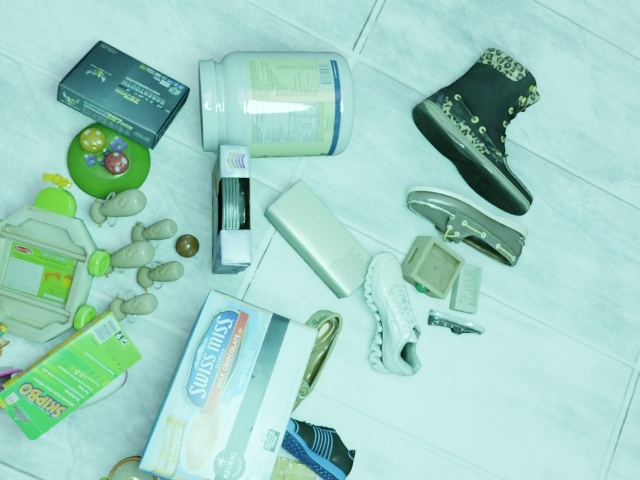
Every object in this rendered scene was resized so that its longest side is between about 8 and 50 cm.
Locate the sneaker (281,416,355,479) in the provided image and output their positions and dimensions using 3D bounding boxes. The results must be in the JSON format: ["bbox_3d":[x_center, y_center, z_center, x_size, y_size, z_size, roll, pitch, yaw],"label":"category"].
[{"bbox_3d":[-0.015,0.441,1.435,0.232,0.081,0.090,47,49,-18],"label":"sneaker"}]

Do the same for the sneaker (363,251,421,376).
[{"bbox_3d":[0.173,0.168,1.461,0.110,0.118,0.292,-16,105,-33],"label":"sneaker"}]

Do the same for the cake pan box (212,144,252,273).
[{"bbox_3d":[-0.192,-0.056,1.387,0.070,0.267,0.246,-2,84,-14],"label":"cake pan box"}]

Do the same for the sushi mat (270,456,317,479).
[{"bbox_3d":[-0.116,0.636,1.425,0.151,0.019,0.317,18,79,-9],"label":"sushi mat"}]

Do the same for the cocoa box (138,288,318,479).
[{"bbox_3d":[-0.183,0.309,1.263,0.227,0.231,0.347,22,68,-8],"label":"cocoa box"}]

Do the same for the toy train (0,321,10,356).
[{"bbox_3d":[-0.683,0.234,1.308,0.046,0.166,0.125,42,35,-2],"label":"toy train"}]

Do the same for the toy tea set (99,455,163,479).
[{"bbox_3d":[-0.283,0.478,1.361,0.336,0.124,0.200,-38,90,-14],"label":"toy tea set"}]

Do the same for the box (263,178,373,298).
[{"bbox_3d":[0.000,0.000,1.505,0.113,0.094,0.275,-41,91,-14],"label":"box"}]

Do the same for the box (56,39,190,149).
[{"bbox_3d":[-0.433,-0.326,1.444,0.232,0.059,0.184,27,50,-7],"label":"box"}]

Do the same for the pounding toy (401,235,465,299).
[{"bbox_3d":[0.243,0.071,1.552,0.130,0.100,0.141,34,79,-19],"label":"pounding toy"}]

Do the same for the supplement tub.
[{"bbox_3d":[-0.105,-0.303,1.456,0.324,0.235,0.236,-3,82,-11],"label":"supplement tub"}]

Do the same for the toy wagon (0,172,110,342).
[{"bbox_3d":[-0.570,0.032,1.348,0.267,0.068,0.345,16,92,8],"label":"toy wagon"}]

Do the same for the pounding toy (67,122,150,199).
[{"bbox_3d":[-0.466,-0.214,1.436,0.182,0.110,0.237,12,80,-9],"label":"pounding toy"}]

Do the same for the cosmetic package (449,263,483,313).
[{"bbox_3d":[0.355,0.118,1.584,0.060,0.041,0.115,14,79,-9],"label":"cosmetic package"}]

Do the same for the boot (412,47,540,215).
[{"bbox_3d":[0.446,-0.276,1.618,0.377,0.138,0.284,45,76,3],"label":"boot"}]

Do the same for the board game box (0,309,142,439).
[{"bbox_3d":[-0.494,0.265,1.287,0.259,0.039,0.124,-40,117,-28],"label":"board game box"}]

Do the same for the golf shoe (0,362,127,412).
[{"bbox_3d":[-0.554,0.300,1.329,0.306,0.140,0.115,-8,82,-14],"label":"golf shoe"}]

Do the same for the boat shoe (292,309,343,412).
[{"bbox_3d":[-0.045,0.279,1.456,0.104,0.089,0.285,31,78,-6],"label":"boat shoe"}]

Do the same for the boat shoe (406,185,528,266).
[{"bbox_3d":[0.348,-0.034,1.570,0.324,0.116,0.097,23,75,-13],"label":"boat shoe"}]

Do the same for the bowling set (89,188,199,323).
[{"bbox_3d":[-0.377,0.039,1.420,0.154,0.199,0.287,-13,78,31],"label":"bowling set"}]

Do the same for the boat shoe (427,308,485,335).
[{"bbox_3d":[0.325,0.205,1.565,0.142,0.049,0.040,19,84,-1],"label":"boat shoe"}]
